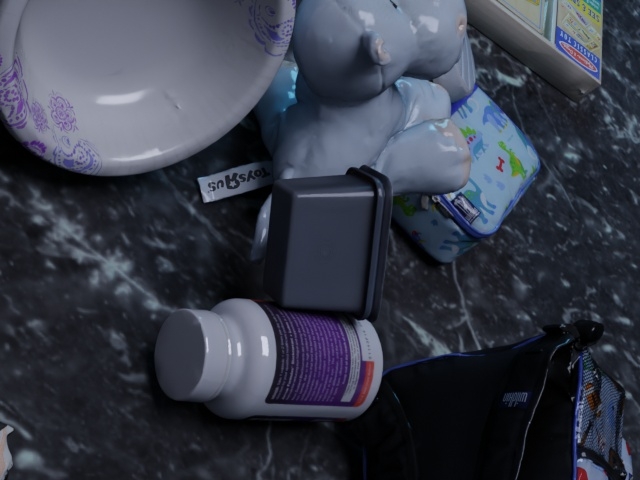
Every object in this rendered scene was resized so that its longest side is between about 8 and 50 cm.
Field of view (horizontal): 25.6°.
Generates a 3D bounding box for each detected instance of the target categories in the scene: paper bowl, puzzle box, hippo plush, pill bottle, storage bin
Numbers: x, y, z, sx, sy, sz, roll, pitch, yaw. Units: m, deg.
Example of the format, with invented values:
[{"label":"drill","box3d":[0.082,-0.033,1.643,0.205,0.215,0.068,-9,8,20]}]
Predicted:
[{"label":"paper bowl","box3d":[-0.177,-0.208,1.239,0.284,0.284,0.148,6,32,-40]},{"label":"puzzle box","box3d":[0.224,-0.395,1.902,0.409,0.052,0.272,32,46,-24]},{"label":"hippo plush","box3d":[0.017,-0.169,1.371,0.294,0.236,0.234,-17,46,-25]},{"label":"pill bottle","box3d":[-0.047,0.108,1.263,0.193,0.108,0.108,8,58,-40]},{"label":"storage bin","box3d":[0.000,0.000,1.261,0.091,0.098,0.135,1,105,-23]}]

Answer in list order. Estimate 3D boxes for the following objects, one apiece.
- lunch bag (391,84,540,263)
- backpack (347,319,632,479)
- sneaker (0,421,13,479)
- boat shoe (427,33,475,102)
[{"label":"lunch bag","box3d":[0.145,-0.089,1.594,0.176,0.090,0.219,47,40,-1]},{"label":"backpack","box3d":[0.156,0.239,1.273,0.213,0.276,0.263,44,43,-31]},{"label":"sneaker","box3d":[-0.254,0.181,1.072,0.044,0.040,0.109,21,51,-35]},{"label":"boat shoe","box3d":[0.100,-0.260,1.626,0.335,0.119,0.121,-97,166,-51]}]
